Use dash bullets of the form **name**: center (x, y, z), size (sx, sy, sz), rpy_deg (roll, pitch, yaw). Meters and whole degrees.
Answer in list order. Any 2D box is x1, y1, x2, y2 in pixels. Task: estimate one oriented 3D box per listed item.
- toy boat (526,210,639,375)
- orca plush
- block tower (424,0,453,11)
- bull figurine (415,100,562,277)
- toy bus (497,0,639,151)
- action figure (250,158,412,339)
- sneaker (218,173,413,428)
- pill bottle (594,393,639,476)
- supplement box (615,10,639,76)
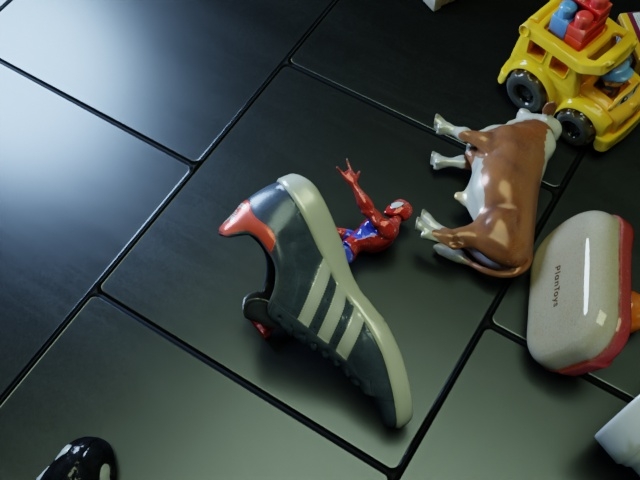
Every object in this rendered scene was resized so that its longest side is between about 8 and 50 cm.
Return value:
- **toy boat**: center (0.375, 0.077, 1.087), size (0.151, 0.151, 0.231), rpy_deg (24, 60, -20)
- **orca plush**: center (-0.346, 0.353, 0.951), size (0.151, 0.102, 0.287), rpy_deg (35, 67, 19)
- **block tower**: center (0.317, -0.527, 1.432), size (0.335, 0.097, 0.091), rpy_deg (-28, 63, -12)
- **bull figurine**: center (0.250, -0.092, 1.189), size (0.188, 0.101, 0.310), rpy_deg (9, 59, 10)
- **toy bus**: center (0.402, -0.276, 1.225), size (0.149, 0.211, 0.220), rpy_deg (-39, 69, -20)
- **action figure**: center (0.000, 0.000, 1.140), size (0.280, 0.091, 0.139), rpy_deg (-33, 81, -16)
- **sneaker**: center (-0.011, 0.098, 1.024), size (0.148, 0.131, 0.350), rpy_deg (-28, 92, -10)
- **pill bottle**: center (0.498, 0.305, 0.897), size (0.210, 0.210, 0.363), rpy_deg (-33, 65, -16)
- **supplement box**: center (0.578, -0.313, 1.313), size (0.188, 0.081, 0.104), rpy_deg (-7, 61, -2)
